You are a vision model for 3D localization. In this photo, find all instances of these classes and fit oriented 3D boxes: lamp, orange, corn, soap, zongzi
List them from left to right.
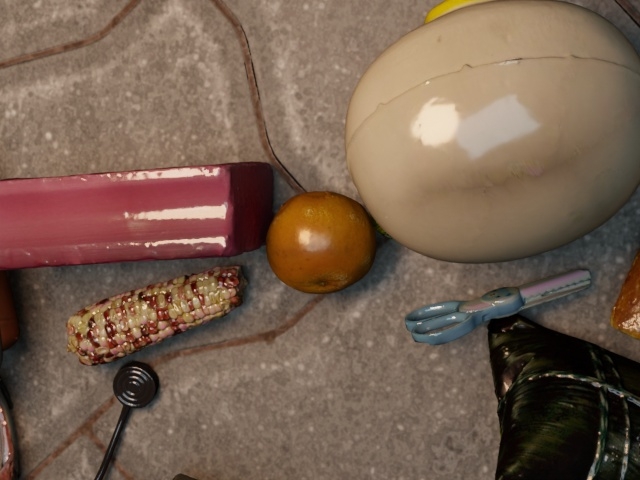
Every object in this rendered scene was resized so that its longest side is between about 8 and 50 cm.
[{"bbox_3d":[-0.339,0.358,1.601,0.130,0.108,0.371,35,101,2],"label":"lamp"},{"bbox_3d":[-0.260,-0.033,1.479,0.359,0.233,0.128,-3,93,12],"label":"soap"},{"bbox_3d":[-0.234,0.108,1.563,0.280,0.092,0.092,-18,93,10],"label":"corn"},{"bbox_3d":[0.000,0.000,1.476,0.154,0.155,0.134,-14,68,12],"label":"orange"},{"bbox_3d":[0.337,0.269,1.339,0.383,0.362,0.319,36,120,3],"label":"zongzi"}]

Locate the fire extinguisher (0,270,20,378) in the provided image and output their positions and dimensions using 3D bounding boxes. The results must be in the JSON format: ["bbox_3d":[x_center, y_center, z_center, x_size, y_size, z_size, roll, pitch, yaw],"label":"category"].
[{"bbox_3d":[-0.501,0.050,1.532,0.113,0.200,0.376,-12,84,-5],"label":"fire extinguisher"}]

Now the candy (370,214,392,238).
[{"bbox_3d":[0.080,-0.096,1.504,0.058,0.062,0.194,-24,80,57],"label":"candy"}]

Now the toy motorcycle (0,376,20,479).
[{"bbox_3d":[-0.589,0.286,1.634,0.319,0.241,0.182,50,143,-4],"label":"toy motorcycle"}]

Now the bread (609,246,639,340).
[{"bbox_3d":[0.462,0.056,1.412,0.132,0.103,0.172,22,99,8],"label":"bread"}]

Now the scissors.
[{"bbox_3d":[0.241,0.085,1.470,0.256,0.125,0.030,-17,102,-1],"label":"scissors"}]

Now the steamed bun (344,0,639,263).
[{"bbox_3d":[0.216,-0.130,1.332,0.373,0.334,0.334,-10,94,13],"label":"steamed bun"}]

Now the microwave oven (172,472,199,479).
[{"bbox_3d":[-0.179,0.586,1.467,0.236,0.374,0.432,22,96,-2],"label":"microwave oven"}]
